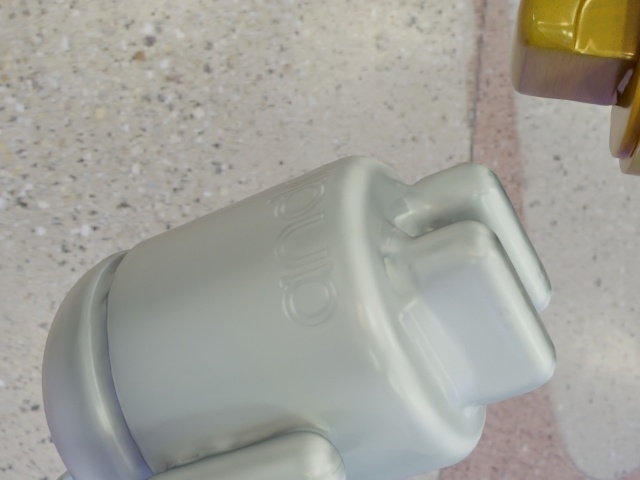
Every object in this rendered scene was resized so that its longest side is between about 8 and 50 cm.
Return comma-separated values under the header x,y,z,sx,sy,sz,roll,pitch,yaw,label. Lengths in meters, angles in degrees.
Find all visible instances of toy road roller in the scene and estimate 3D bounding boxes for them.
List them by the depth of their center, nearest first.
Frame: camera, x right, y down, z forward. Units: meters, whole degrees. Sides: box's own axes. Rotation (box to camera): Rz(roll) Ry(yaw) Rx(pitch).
x,y,z,sx,sy,sz,roll,pitch,yaw,label
0.281,-0.212,0.862,0.240,0.202,0.330,9,80,7,toy road roller

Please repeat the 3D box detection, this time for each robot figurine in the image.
x,y,z,sx,sy,sz,roll,pitch,yaw,label
-0.031,0.073,0.711,0.200,0.353,0.300,60,21,-21,robot figurine
